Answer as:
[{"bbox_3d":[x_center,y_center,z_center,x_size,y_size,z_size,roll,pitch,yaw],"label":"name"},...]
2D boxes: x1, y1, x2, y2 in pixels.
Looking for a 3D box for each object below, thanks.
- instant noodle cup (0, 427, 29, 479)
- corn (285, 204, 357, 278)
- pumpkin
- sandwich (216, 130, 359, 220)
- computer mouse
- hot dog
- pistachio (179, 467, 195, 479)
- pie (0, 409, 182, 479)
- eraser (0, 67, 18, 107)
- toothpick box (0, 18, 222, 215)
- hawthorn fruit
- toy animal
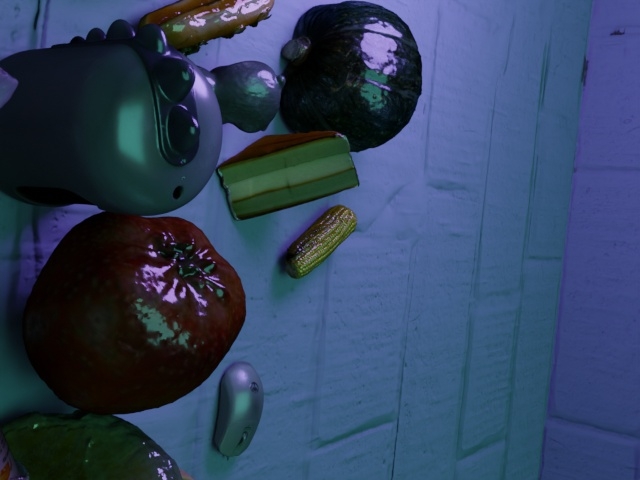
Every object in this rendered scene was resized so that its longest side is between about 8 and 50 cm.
[{"bbox_3d":[-0.462,0.198,0.778,0.243,0.243,0.231,-25,109,-47],"label":"instant noodle cup"},{"bbox_3d":[0.000,0.000,1.443,0.203,0.072,0.072,-44,128,-36],"label":"corn"},{"bbox_3d":[0.077,-0.310,1.385,0.263,0.197,0.292,18,80,-49],"label":"pumpkin"},{"bbox_3d":[-0.053,-0.109,1.271,0.144,0.188,0.117,-48,130,-43],"label":"sandwich"},{"bbox_3d":[-0.144,0.314,1.329,0.089,0.056,0.181,12,88,-47],"label":"computer mouse"},{"bbox_3d":[-0.176,-0.341,1.131,0.269,0.109,0.072,-39,134,-37],"label":"hot dog"},{"bbox_3d":[-0.274,0.438,1.077,0.230,0.230,0.308,-53,133,-32],"label":"pistachio"},{"bbox_3d":[-0.321,0.344,0.926,0.306,0.307,0.071,-45,155,-37],"label":"pie"},{"bbox_3d":[-0.480,-0.141,0.578,0.359,0.122,0.272,38,88,-13],"label":"eraser"},{"bbox_3d":[-0.258,-0.147,0.896,0.229,0.317,0.228,-10,103,-50],"label":"toothpick box"},{"bbox_3d":[-0.269,0.122,0.996,0.330,0.287,0.287,-45,150,25],"label":"hawthorn fruit"},{"bbox_3d":[-0.175,-0.239,1.154,0.237,0.138,0.107,6,61,-38],"label":"toy animal"}]
